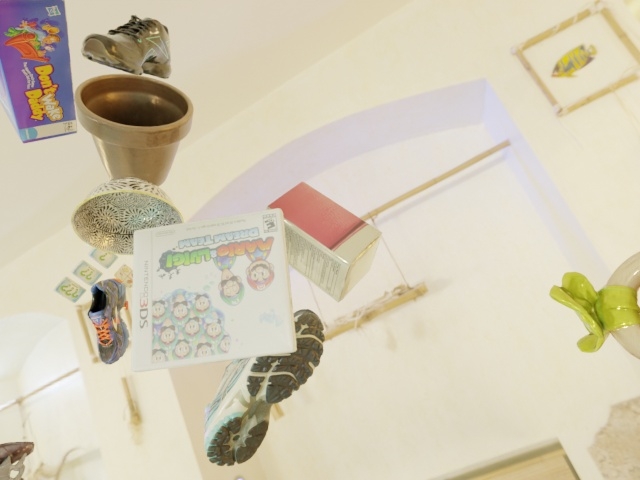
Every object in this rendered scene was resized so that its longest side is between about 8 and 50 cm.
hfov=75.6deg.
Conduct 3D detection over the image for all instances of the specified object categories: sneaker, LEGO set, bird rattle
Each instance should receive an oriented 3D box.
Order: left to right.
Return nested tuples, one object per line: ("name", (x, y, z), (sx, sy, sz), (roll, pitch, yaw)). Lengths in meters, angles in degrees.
("sneaker", (-0.549, 0.204, 1.047), (0.084, 0.220, 0.087), (-13, -12, 8))
("LEGO set", (-0.644, 0.151, 1.264), (0.182, 0.060, 0.244), (-55, -43, -23))
("sneaker", (-0.354, -0.370, 0.771), (0.267, 0.101, 0.106), (-90, 18, -70))
("sneaker", (-0.109, 0.219, 0.685), (0.110, 0.122, 0.283), (36, -89, -34))
("bird rattle", (0.423, 0.097, 0.490), (0.143, 0.253, 0.206), (31, -80, -29))

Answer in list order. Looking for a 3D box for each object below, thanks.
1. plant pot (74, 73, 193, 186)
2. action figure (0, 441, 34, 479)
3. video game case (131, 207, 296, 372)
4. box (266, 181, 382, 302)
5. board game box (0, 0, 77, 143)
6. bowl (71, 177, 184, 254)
("plant pot", (-0.464, -0.257, 1.051), (0.263, 0.263, 0.229), (-14, -39, -33))
("action figure", (-0.372, 0.358, 0.436), (0.099, 0.285, 0.185), (17, -79, -38))
("video game case", (-0.108, 0.047, 0.407), (0.158, 0.143, 0.019), (-8, -18, 4))
("box", (0.000, 0.000, 0.936), (0.127, 0.232, 0.148), (-41, -24, -34))
("board game box", (-0.458, -0.347, 0.569), (0.078, 0.347, 0.233), (-26, -13, -36))
("bowl", (-0.322, -0.054, 0.702), (0.170, 0.080, 0.170), (-11, -33, -7))
